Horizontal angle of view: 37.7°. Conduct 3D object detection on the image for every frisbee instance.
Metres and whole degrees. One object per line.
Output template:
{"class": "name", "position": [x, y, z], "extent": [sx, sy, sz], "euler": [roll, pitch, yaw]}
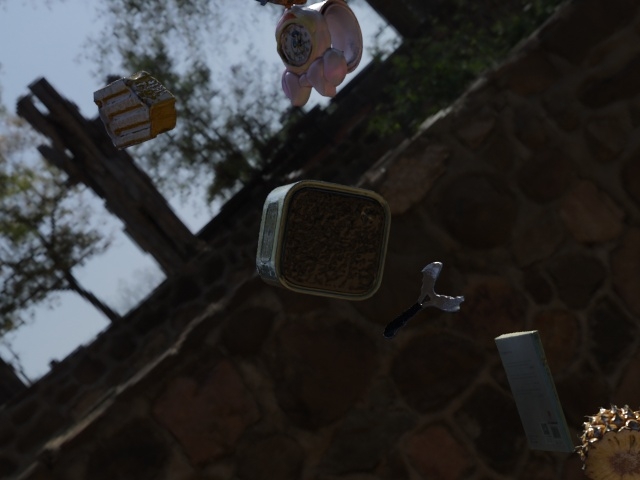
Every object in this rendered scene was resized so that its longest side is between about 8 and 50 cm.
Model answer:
{"class": "frisbee", "position": [0.228, 0.131, 1.940], "extent": [0.211, 0.012, 0.187], "euler": [-51, 27, -17]}

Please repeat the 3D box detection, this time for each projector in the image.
{"class": "projector", "position": [0.000, 0.000, 2.154], "extent": [0.249, 0.249, 0.248], "euler": [-179, 98, -76]}

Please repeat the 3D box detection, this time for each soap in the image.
{"class": "soap", "position": [-0.445, -0.319, 2.274], "extent": [0.080, 0.160, 0.258], "euler": [-32, 16, -35]}

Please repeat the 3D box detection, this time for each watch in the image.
{"class": "watch", "position": [0.017, -0.480, 2.356], "extent": [0.211, 0.248, 0.218], "euler": [-7, 9, 43]}

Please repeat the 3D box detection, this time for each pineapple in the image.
{"class": "pineapple", "position": [0.560, 0.369, 1.749], "extent": [0.161, 0.176, 0.137], "euler": [-55, 8, 26]}

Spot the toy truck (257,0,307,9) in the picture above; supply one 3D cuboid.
{"class": "toy truck", "position": [-0.117, -0.574, 2.090], "extent": [0.092, 0.192, 0.083], "euler": [-24, -53, -40]}

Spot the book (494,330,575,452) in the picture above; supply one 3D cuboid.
{"class": "book", "position": [0.497, 0.353, 2.185], "extent": [0.025, 0.282, 0.215], "euler": [-14, -5, -15]}
